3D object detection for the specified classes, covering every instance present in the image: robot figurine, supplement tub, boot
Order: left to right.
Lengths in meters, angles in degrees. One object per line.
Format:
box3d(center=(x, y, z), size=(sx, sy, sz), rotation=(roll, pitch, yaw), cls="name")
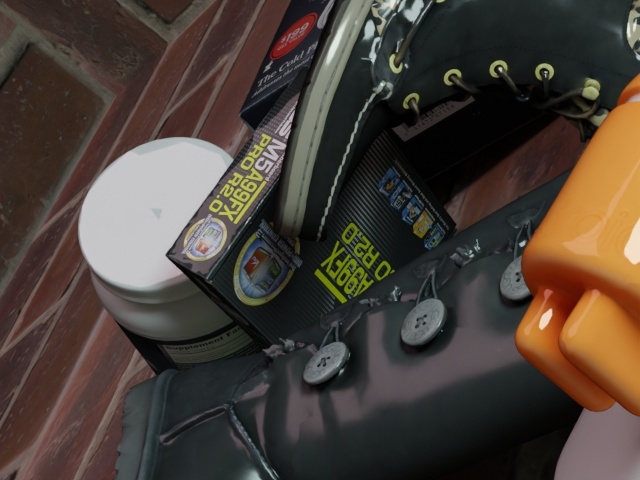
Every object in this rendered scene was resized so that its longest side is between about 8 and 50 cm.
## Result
box3d(center=(-0.112, 0.040, 1.842), size=(0.191, 0.272, 0.191), rotation=(-8, 58, 13), cls="supplement tub")
box3d(center=(0.064, 0.159, 1.321), size=(0.445, 0.146, 0.367), rotation=(-24, 44, 18), cls="boot")
box3d(center=(0.140, -0.137, 1.569), size=(0.138, 0.284, 0.377), rotation=(130, 162, -79), cls="boot")
box3d(center=(0.195, -0.011, 1.022), size=(0.219, 0.128, 0.158), rotation=(-57, -17, -17), cls="robot figurine")

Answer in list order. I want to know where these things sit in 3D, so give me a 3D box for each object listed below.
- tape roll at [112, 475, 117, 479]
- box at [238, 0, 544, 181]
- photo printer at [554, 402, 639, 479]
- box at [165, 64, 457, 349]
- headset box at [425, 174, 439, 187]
box3d(center=(-0.144, 0.255, 1.725), size=(0.321, 0.077, 0.321), rotation=(-37, 5, 4), cls="tape roll")
box3d(center=(0.124, -0.233, 1.944), size=(0.343, 0.179, 0.312), rotation=(-30, 24, 33), cls="box")
box3d(center=(0.269, 0.068, 1.072), size=(0.307, 0.107, 0.256), rotation=(-58, 17, -22), cls="photo printer")
box3d(center=(0.000, 0.000, 1.727), size=(0.060, 0.270, 0.216), rotation=(27, 77, 37), cls="box")
box3d(center=(0.113, -0.090, 2.009), size=(0.062, 0.032, 0.083), rotation=(-53, 14, -7), cls="headset box")
